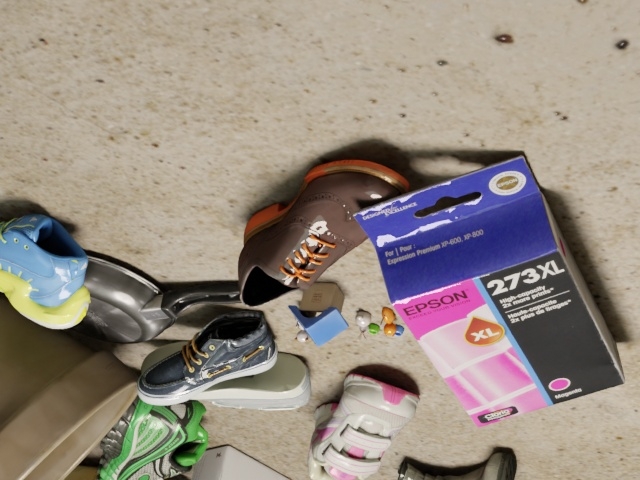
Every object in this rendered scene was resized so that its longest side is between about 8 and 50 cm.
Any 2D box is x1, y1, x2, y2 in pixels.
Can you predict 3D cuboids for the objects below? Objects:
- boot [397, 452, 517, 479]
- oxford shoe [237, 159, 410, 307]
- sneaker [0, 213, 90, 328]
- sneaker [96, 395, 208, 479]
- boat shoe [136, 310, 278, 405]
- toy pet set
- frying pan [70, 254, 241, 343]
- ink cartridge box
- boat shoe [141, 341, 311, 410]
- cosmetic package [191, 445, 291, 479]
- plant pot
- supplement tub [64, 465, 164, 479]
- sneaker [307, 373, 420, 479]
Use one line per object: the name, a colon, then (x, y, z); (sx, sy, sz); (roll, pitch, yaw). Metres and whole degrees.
boot: (0.181, 0.350, 2.029); (0.161, 0.083, 0.246); (18, 150, 8)
oxford shoe: (0.000, 0.000, 1.473); (0.097, 0.098, 0.271); (27, 149, -18)
sneaker: (-0.370, 0.003, 1.705); (0.240, 0.091, 0.126); (25, 121, 6)
sneaker: (-0.247, 0.317, 2.120); (0.146, 0.134, 0.343); (16, 151, -3)
boat shoe: (-0.147, 0.139, 1.785); (0.183, 0.065, 0.083); (-19, 140, -3)
toy pet set: (0.019, 0.103, 1.682); (0.122, 0.065, 0.114); (1, 148, 24)
frying pan: (-0.215, 0.089, 1.800); (0.326, 0.053, 0.197); (13, 153, 12)
ink cartridge box: (0.182, 0.064, 1.483); (0.176, 0.069, 0.371); (-19, 139, 15)
boat shoe: (-0.120, 0.188, 1.886); (0.227, 0.079, 0.081); (3, 145, 15)
cosmetic package: (-0.096, 0.420, 2.246); (0.231, 0.117, 0.085); (35, 145, -29)
plant pot: (-0.435, 0.196, 1.836); (0.280, 0.323, 0.323); (45, 150, 5)
supplement tub: (-0.368, 0.487, 2.382); (0.316, 0.228, 0.228); (0, 148, 28)
sneaker: (0.052, 0.256, 1.886); (0.103, 0.111, 0.252); (20, 151, -8)
